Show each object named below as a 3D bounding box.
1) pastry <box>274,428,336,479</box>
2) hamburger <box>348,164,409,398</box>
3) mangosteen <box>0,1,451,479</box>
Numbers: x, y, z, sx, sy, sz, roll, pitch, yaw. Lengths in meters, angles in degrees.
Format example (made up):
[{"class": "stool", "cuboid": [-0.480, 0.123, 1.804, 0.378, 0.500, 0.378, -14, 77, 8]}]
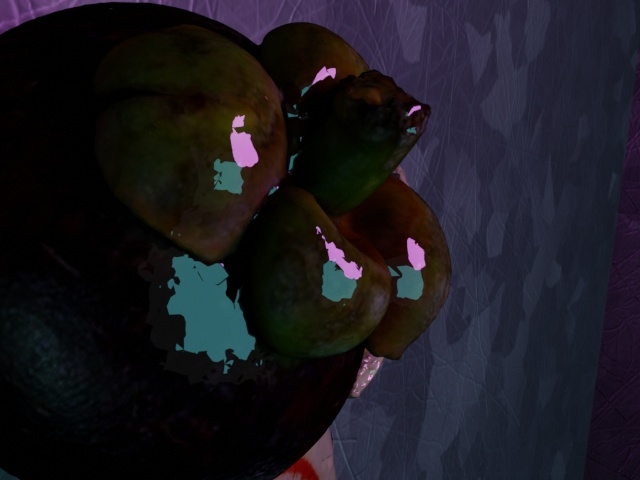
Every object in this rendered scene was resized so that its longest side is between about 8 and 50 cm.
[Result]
[{"class": "pastry", "cuboid": [-0.083, 0.227, 0.796, 0.265, 0.133, 0.265, -30, 125, -57]}, {"class": "hamburger", "cuboid": [0.000, 0.000, 0.810, 0.245, 0.282, 0.155, -31, 125, -4]}, {"class": "mangosteen", "cuboid": [-0.089, -0.007, 0.550, 0.300, 0.300, 0.300, -24, 118, -54]}]
